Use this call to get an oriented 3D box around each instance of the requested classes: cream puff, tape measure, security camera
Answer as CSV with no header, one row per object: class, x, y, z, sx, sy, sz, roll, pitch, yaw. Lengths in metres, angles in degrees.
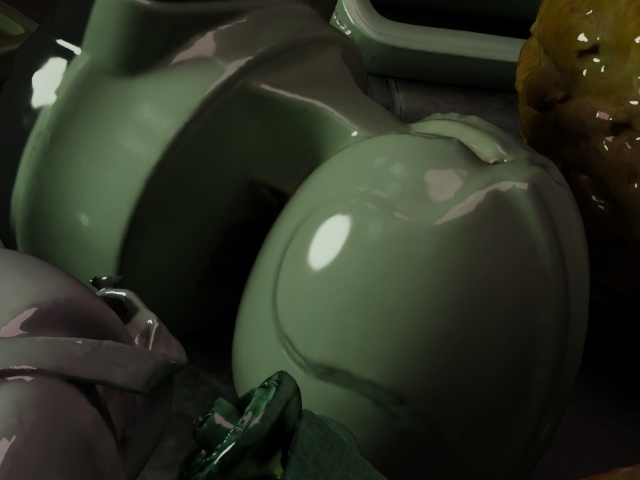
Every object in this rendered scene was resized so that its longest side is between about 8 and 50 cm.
cream puff,0.266,-0.053,0.890,0.327,0.231,0.343,-13,44,-37
tape measure,-0.169,0.086,0.546,0.236,0.120,0.197,-5,37,15
security camera,0.000,0.000,0.730,0.277,0.191,0.197,34,30,24

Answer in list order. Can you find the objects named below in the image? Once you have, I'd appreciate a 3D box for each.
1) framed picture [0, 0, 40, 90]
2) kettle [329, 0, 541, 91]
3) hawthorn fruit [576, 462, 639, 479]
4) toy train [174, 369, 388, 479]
framed picture,-0.428,-0.178,0.982,0.446,0.028,0.326,33,35,28
kettle,0.070,-0.259,1.176,0.318,0.205,0.265,7,29,-20
hawthorn fruit,0.149,0.166,0.542,0.235,0.181,0.181,14,25,-41
toy train,-0.043,0.148,0.498,0.105,0.157,0.253,42,19,-10
